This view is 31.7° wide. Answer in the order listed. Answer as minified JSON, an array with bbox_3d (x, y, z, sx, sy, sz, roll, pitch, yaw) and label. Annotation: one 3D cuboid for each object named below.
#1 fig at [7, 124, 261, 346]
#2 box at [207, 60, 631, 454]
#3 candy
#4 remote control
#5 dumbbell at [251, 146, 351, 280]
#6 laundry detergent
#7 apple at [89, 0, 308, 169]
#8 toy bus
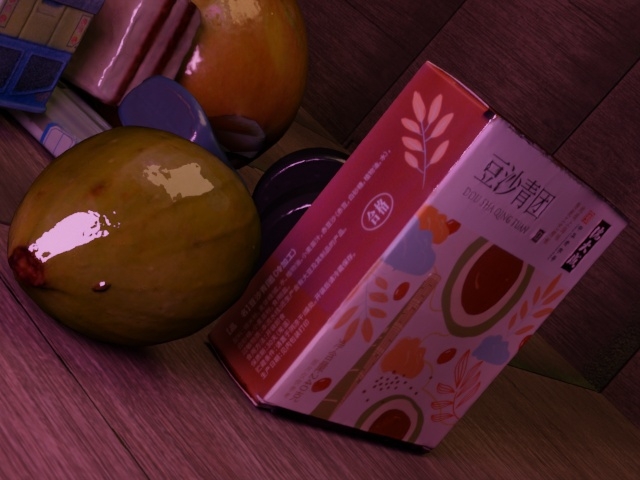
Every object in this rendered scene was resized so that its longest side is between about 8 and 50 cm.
[{"bbox_3d":[-0.172,0.008,0.999,0.203,0.203,0.225,42,32,13],"label":"fig"},{"bbox_3d":[0.121,0.042,1.274,0.344,0.385,0.122,26,16,-50],"label":"box"},{"bbox_3d":[-0.329,-0.304,1.547,0.321,0.179,0.135,30,2,35],"label":"candy"},{"bbox_3d":[-0.267,-0.100,1.406,0.335,0.065,0.128,42,9,14],"label":"remote control"},{"bbox_3d":[0.000,0.000,1.519,0.204,0.203,0.322,37,11,-11],"label":"dumbbell"},{"bbox_3d":[-0.163,-0.102,1.515,0.143,0.094,0.290,39,-8,25],"label":"laundry detergent"},{"bbox_3d":[-0.190,-0.270,1.761,0.374,0.374,0.384,41,-28,6],"label":"apple"},{"bbox_3d":[-0.422,-0.304,1.324,0.312,0.190,0.152,40,18,26],"label":"toy bus"}]
